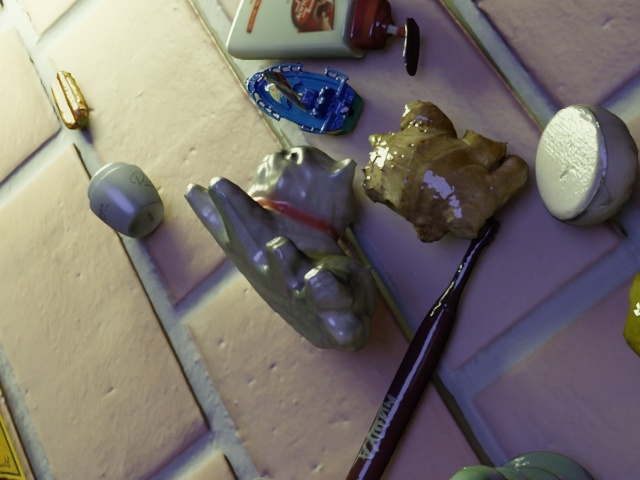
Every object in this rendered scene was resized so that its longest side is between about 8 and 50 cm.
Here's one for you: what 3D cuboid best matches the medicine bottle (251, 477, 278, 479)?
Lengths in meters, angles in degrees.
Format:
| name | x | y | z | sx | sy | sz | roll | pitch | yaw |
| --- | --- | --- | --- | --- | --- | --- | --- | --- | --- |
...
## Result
| name | x | y | z | sx | sy | sz | roll | pitch | yaw |
| --- | --- | --- | --- | --- | --- | --- | --- | --- | --- |
| medicine bottle | -0.048 | 0.450 | 1.317 | 0.212 | 0.212 | 0.325 | 22 | 87 | 34 |

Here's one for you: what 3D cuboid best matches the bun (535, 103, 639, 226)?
| name | x | y | z | sx | sy | sz | roll | pitch | yaw |
| --- | --- | --- | --- | --- | --- | --- | --- | --- | --- |
| bun | 0.310 | -0.083 | 1.349 | 0.138 | 0.094 | 0.138 | -11 | 78 | 64 |

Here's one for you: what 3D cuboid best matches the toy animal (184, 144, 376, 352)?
| name | x | y | z | sx | sy | sz | roll | pitch | yaw |
| --- | --- | --- | --- | --- | --- | --- | --- | --- | --- |
| toy animal | 0.000 | 0.000 | 1.442 | 0.188 | 0.308 | 0.266 | -27 | 93 | -19 |

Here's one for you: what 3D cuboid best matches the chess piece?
| name | x | y | z | sx | sy | sz | roll | pitch | yaw |
| --- | --- | --- | --- | --- | --- | --- | --- | --- | --- |
| chess piece | 0.188 | 0.267 | 1.198 | 0.139 | 0.272 | 0.139 | -9 | 70 | 27 |

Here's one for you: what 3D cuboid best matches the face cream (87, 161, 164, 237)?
| name | x | y | z | sx | sy | sz | roll | pitch | yaw |
| --- | --- | --- | --- | --- | --- | --- | --- | --- | --- |
| face cream | -0.271 | -0.056 | 1.682 | 0.095 | 0.091 | 0.091 | 44 | 99 | 25 |

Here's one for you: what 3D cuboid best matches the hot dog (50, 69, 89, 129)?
| name | x | y | z | sx | sy | sz | roll | pitch | yaw |
| --- | --- | --- | --- | --- | --- | --- | --- | --- | --- |
| hot dog | -0.379 | -0.213 | 1.830 | 0.049 | 0.037 | 0.122 | -44 | 52 | 25 |

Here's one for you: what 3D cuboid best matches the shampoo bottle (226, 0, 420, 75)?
| name | x | y | z | sx | sy | sz | roll | pitch | yaw |
| --- | --- | --- | --- | --- | --- | --- | --- | --- | --- |
| shampoo bottle | 0.015 | -0.290 | 1.595 | 0.284 | 0.071 | 0.153 | 18 | 86 | 35 |

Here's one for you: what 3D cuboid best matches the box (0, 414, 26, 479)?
| name | x | y | z | sx | sy | sz | roll | pitch | yaw |
| --- | --- | --- | --- | --- | --- | --- | --- | --- | --- |
| box | -0.554 | 0.256 | 1.623 | 0.084 | 0.301 | 0.192 | -39 | 59 | 15 |

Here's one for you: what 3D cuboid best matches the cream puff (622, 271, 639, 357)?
| name | x | y | z | sx | sy | sz | roll | pitch | yaw |
| --- | --- | --- | --- | --- | --- | --- | --- | --- | --- |
| cream puff | 0.434 | 0.100 | 1.150 | 0.282 | 0.282 | 0.185 | -8 | 104 | 29 |

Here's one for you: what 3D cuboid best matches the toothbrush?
| name | x | y | z | sx | sy | sz | roll | pitch | yaw |
| --- | --- | --- | --- | --- | --- | --- | --- | --- | --- |
| toothbrush | 0.121 | 0.134 | 1.420 | 0.041 | 0.041 | 0.363 | 24 | 87 | 34 |

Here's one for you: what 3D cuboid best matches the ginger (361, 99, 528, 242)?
| name | x | y | z | sx | sy | sz | roll | pitch | yaw |
| --- | --- | --- | --- | --- | --- | --- | --- | --- | --- |
| ginger | 0.133 | -0.083 | 1.443 | 0.216 | 0.102 | 0.157 | 33 | 86 | 34 |

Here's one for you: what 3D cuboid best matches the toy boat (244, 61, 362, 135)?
| name | x | y | z | sx | sy | sz | roll | pitch | yaw |
| --- | --- | --- | --- | --- | --- | --- | --- | --- | --- |
| toy boat | -0.040 | -0.198 | 1.577 | 0.175 | 0.110 | 0.091 | 20 | 85 | 35 |
